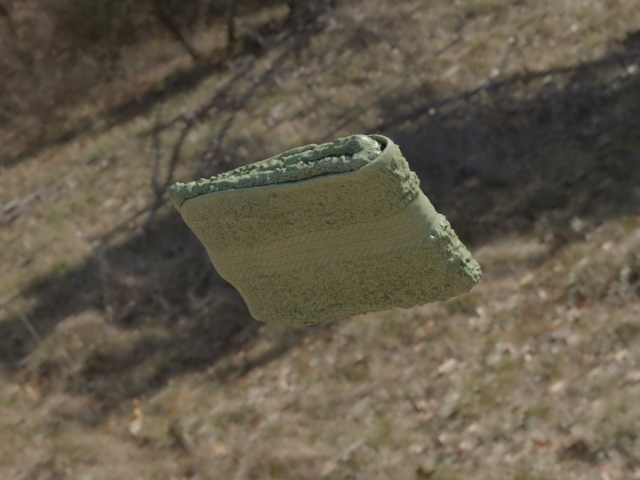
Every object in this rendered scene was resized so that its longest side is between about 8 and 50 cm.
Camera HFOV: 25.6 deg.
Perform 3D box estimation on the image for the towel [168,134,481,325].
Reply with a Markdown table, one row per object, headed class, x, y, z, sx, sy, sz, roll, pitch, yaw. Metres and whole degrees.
| class | x | y | z | sx | sy | sz | roll | pitch | yaw |
| --- | --- | --- | --- | --- | --- | --- | --- | --- | --- |
| towel | 0.000 | 0.000 | 0.720 | 0.148 | 0.110 | 0.027 | -12 | 39 | 38 |
